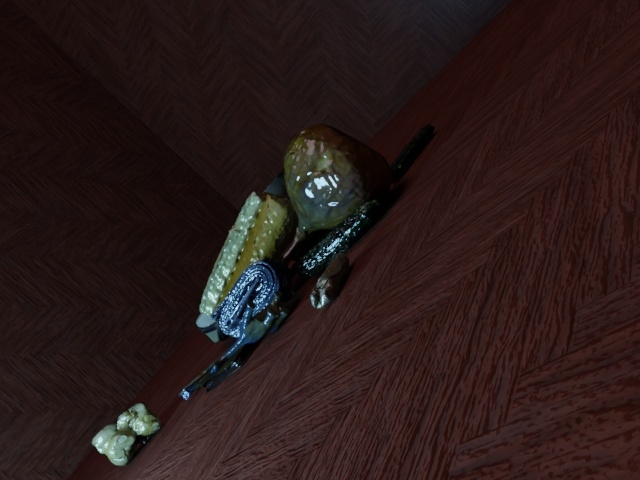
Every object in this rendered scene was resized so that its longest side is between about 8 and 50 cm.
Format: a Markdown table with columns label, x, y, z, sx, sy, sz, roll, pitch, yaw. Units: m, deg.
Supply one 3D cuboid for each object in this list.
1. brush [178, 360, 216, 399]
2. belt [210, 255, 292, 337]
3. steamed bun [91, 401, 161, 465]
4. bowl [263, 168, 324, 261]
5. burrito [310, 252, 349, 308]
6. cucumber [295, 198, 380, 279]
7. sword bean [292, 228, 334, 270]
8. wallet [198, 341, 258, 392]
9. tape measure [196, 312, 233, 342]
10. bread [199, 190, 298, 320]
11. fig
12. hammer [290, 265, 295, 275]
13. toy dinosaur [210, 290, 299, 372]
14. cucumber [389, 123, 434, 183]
| label | x | y | z | sx | sy | sz | roll | pitch | yaw |
| --- | --- | --- | --- | --- | --- | --- | --- | --- | --- |
| brush | -0.340 | 0.395 | 1.918 | 0.033 | 0.030 | 0.178 | -61 | -11 | 27 |
| belt | -0.167 | 0.147 | 1.677 | 0.218 | 0.122 | 0.128 | -55 | -17 | 12 |
| steamed bun | -0.539 | 0.555 | 1.904 | 0.177 | 0.106 | 0.192 | -35 | -13 | -29 |
| bowl | -0.094 | -0.051 | 2.137 | 0.354 | 0.185 | 0.354 | -53 | -9 | -12 |
| burrito | 0.024 | 0.077 | 1.382 | 0.058 | 0.045 | 0.188 | -36 | 9 | 28 |
| cucumber | 0.046 | -0.002 | 1.627 | 0.293 | 0.067 | 0.067 | -42 | 8 | 36 |
| sword bean | 0.001 | 0.000 | 2.064 | 0.043 | 0.038 | 0.269 | -3 | 38 | 44 |
| wallet | -0.229 | 0.308 | 1.690 | 0.198 | 0.031 | 0.110 | -41 | 9 | 42 |
| tape measure | -0.290 | 0.236 | 2.131 | 0.271 | 0.133 | 0.231 | -44 | -1 | 38 |
| bread | -0.178 | 0.049 | 1.877 | 0.375 | 0.165 | 0.236 | -66 | -15 | 7 |
| fig | -0.007 | -0.107 | 1.704 | 0.368 | 0.286 | 0.286 | -52 | 6 | 7 |
| hammer | -0.058 | 0.071 | 2.090 | 0.110 | 0.019 | 0.035 | -40 | 9 | 34 |
| toy dinosaur | -0.146 | 0.210 | 1.600 | 0.248 | 0.075 | 0.188 | -26 | -26 | -57 |
| cucumber | 0.256 | -0.250 | 1.884 | 0.256 | 0.043 | 0.044 | -50 | 12 | -32 |
